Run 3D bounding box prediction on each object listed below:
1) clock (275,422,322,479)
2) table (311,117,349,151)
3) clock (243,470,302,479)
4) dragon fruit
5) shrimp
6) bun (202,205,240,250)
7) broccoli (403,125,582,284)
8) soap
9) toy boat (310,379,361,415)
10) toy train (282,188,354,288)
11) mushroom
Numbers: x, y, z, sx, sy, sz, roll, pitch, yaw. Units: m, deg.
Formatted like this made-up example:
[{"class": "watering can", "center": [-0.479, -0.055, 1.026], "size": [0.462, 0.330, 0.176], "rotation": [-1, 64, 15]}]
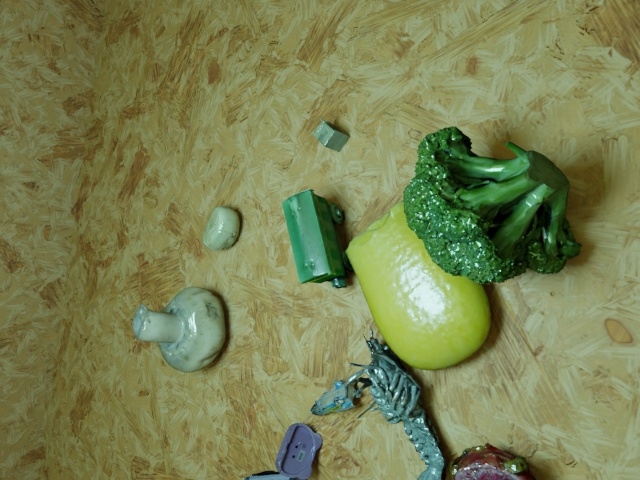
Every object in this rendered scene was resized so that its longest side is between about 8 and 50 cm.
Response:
[{"class": "clock", "center": [-0.068, 0.646, 1.333], "size": [0.152, 0.110, 0.050], "rotation": [-66, 12, -26]}, {"class": "table", "center": [0.031, -0.339, 1.394], "size": [0.083, 0.079, 0.062], "rotation": [49, 114, 32]}, {"class": "clock", "center": [-0.135, 0.837, 1.378], "size": [0.253, 0.083, 0.186], "rotation": [-24, 71, 33]}, {"class": "dragon fruit", "center": [0.388, 0.582, 0.988], "size": [0.211, 0.147, 0.282], "rotation": [29, 105, 27]}, {"class": "shrimp", "center": [0.201, 0.431, 1.136], "size": [0.410, 0.166, 0.221], "rotation": [54, 136, 14]}, {"class": "bun", "center": [-0.373, -0.041, 1.655], "size": [0.188, 0.111, 0.164], "rotation": [-62, 38, 18]}, {"class": "broccoli", "center": [0.353, -0.063, 0.947], "size": [0.321, 0.310, 0.413], "rotation": [-42, 88, -8]}, {"class": "soap", "center": [0.255, 0.123, 1.148], "size": [0.306, 0.115, 0.426], "rotation": [-34, 66, 23]}, {"class": "toy boat", "center": [0.033, 0.483, 1.310], "size": [0.210, 0.066, 0.084], "rotation": [-41, 28, 36]}, {"class": "toy train", "center": [0.000, 0.000, 1.303], "size": [0.120, 0.202, 0.300], "rotation": [-23, 71, 29]}, {"class": "mushroom", "center": [-0.523, 0.318, 1.580], "size": [0.315, 0.336, 0.313], "rotation": [-12, 69, 34]}]
